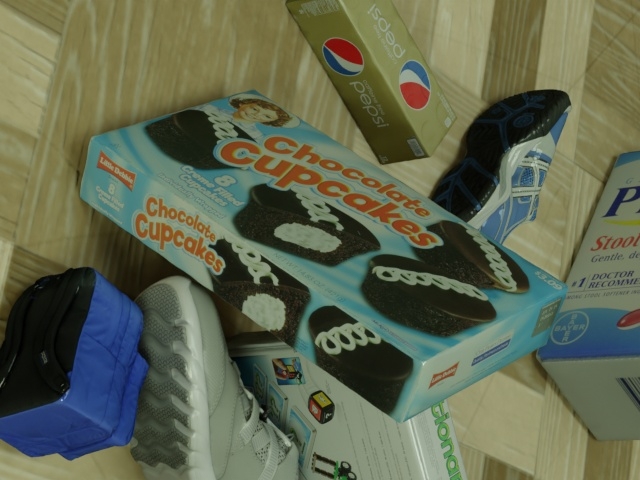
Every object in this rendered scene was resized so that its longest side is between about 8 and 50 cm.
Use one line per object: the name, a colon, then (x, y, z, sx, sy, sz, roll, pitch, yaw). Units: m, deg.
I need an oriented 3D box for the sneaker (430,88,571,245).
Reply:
sneaker: (0.177, -0.064, 1.683, 0.211, 0.080, 0.081, -51, 128, -28)

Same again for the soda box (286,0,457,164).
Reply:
soda box: (0.047, -0.157, 1.554, 0.181, 0.058, 0.061, 58, 47, -26)

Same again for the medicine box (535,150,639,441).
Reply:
medicine box: (0.397, 0.046, 1.766, 0.149, 0.263, 0.289, 50, 51, -32)

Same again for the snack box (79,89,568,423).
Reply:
snack box: (0.000, 0.000, 1.305, 0.187, 0.322, 0.060, -22, 137, -48)

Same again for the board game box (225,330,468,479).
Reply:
board game box: (0.031, 0.216, 1.382, 0.053, 0.193, 0.305, -24, 103, -47)

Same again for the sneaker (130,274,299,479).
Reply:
sneaker: (-0.075, 0.152, 1.333, 0.115, 0.105, 0.281, -25, 115, -35)

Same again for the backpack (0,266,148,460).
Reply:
backpack: (-0.175, 0.087, 1.243, 0.101, 0.098, 0.120, 44, 42, -43)
